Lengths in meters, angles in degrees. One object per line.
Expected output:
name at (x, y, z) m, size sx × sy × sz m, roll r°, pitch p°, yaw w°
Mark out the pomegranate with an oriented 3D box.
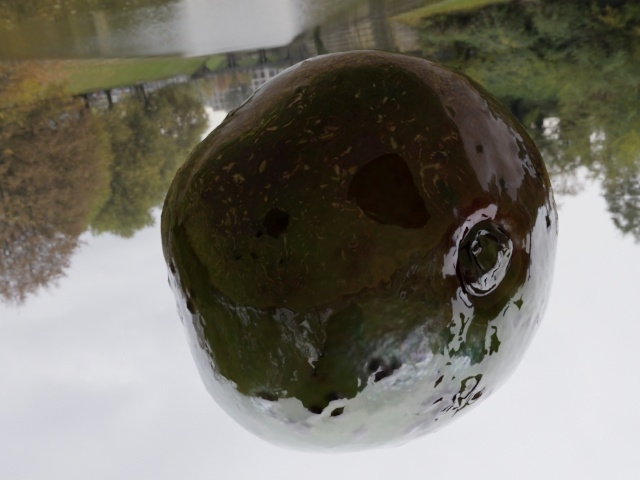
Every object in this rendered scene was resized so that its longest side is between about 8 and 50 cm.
pomegranate at (0.005, 0.021, 0.470) m, size 0.323 × 0.291 × 0.290 m, roll -28°, pitch 179°, yaw 44°
